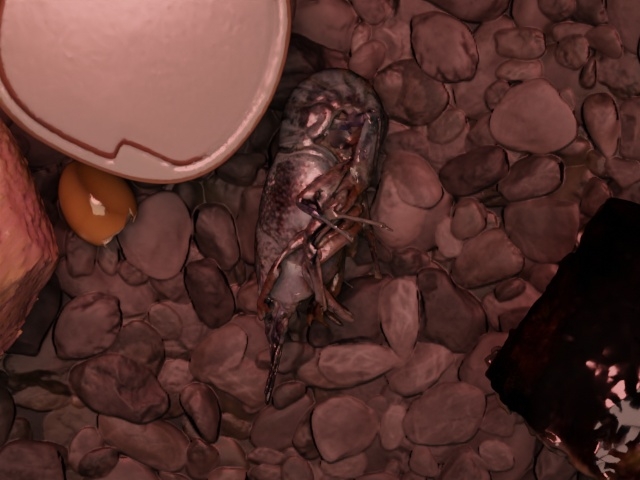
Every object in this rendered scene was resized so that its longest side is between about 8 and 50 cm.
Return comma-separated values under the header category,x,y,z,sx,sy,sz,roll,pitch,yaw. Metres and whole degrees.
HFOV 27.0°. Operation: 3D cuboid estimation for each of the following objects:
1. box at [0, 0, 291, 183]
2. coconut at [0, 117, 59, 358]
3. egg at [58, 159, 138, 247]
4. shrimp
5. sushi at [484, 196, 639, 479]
category,x,y,z,sx,sy,sz,roll,pitch,yaw
box,-0.177,-0.213,1.369,0.301,0.216,0.300,0,99,-1
coconut,-0.458,-0.014,1.327,0.405,0.404,0.404,0,98,-3
egg,-0.246,-0.044,1.457,0.080,0.080,0.096,-37,103,2
shrimp,0.000,-0.002,1.434,0.137,0.172,0.372,3,91,-9
sushi,0.361,0.131,1.420,0.299,0.281,0.294,34,101,-15
